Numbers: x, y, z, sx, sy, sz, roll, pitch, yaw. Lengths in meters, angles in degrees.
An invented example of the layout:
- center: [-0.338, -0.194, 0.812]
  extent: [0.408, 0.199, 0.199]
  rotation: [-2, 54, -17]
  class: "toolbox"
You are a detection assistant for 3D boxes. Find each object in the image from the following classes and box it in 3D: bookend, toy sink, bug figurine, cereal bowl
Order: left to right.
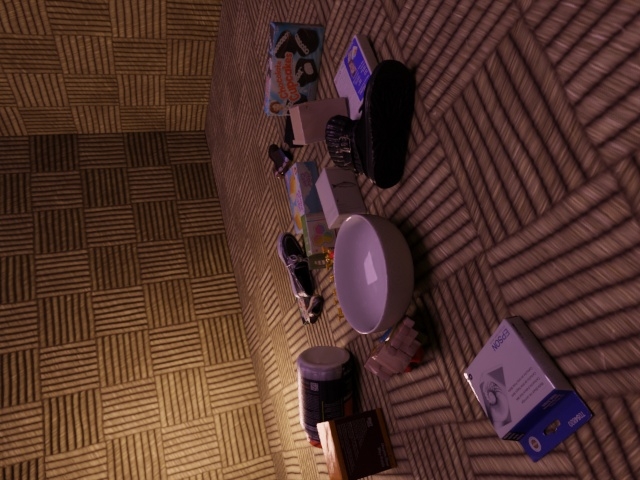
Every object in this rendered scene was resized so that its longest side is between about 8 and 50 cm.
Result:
- center: [-0.083, -0.428, 1.916]
  extent: [0.157, 0.073, 0.156]
  rotation: [-121, 31, -44]
  class: "bookend"
- center: [-0.013, -0.395, 1.578]
  extent: [0.234, 0.153, 0.131]
  rotation: [-136, 34, -73]
  class: "toy sink"
- center: [0.070, 0.147, 1.664]
  extent: [0.216, 0.072, 0.278]
  rotation: [132, 126, -87]
  class: "bug figurine"
- center: [0.164, 0.088, 1.355]
  extent: [0.339, 0.141, 0.338]
  rotation: [176, 90, -69]
  class: "cereal bowl"

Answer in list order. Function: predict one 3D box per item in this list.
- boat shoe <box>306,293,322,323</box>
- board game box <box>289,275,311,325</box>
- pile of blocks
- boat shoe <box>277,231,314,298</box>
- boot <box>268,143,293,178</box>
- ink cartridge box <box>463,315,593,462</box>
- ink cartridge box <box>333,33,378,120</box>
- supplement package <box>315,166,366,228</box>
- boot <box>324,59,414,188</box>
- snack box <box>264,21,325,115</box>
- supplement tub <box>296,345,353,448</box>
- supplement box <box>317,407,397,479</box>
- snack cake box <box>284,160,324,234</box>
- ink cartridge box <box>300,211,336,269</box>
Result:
- center: [-0.025, 0.299, 2.022]
  extent: [0.049, 0.056, 0.152]
  rotation: [-118, 29, -53]
  class: "boat shoe"
- center: [-0.086, 0.245, 2.197]
  extent: [0.136, 0.031, 0.259]
  rotation: [116, 141, -58]
  class: "board game box"
- center: [0.231, 0.311, 1.357]
  extent: [0.113, 0.148, 0.362]
  rotation: [33, 156, 5]
  class: "pile of blocks"
- center: [-0.101, 0.104, 2.079]
  extent: [0.105, 0.113, 0.305]
  rotation: [-27, 74, 61]
  class: "boat shoe"
- center: [-0.176, -0.392, 2.194]
  extent: [0.106, 0.082, 0.219]
  rotation: [-48, 45, 35]
  class: "boot"
- center: [0.401, 0.306, 0.968]
  extent: [0.223, 0.046, 0.223]
  rotation: [104, 150, -42]
  class: "ink cartridge box"
- center: [0.116, -0.465, 1.439]
  extent: [0.206, 0.045, 0.208]
  rotation: [129, 129, -62]
  class: "ink cartridge box"
- center: [0.066, -0.144, 1.589]
  extent: [0.105, 0.105, 0.179]
  rotation: [123, 134, -59]
  class: "supplement package"
- center: [0.121, -0.332, 1.331]
  extent: [0.260, 0.131, 0.347]
  rotation: [44, 138, 52]
  class: "boot"
- center: [-0.100, -0.617, 1.743]
  extent: [0.060, 0.187, 0.321]
  rotation: [-121, 31, -46]
  class: "snack box"
- center: [0.020, 0.585, 1.795]
  extent: [0.207, 0.207, 0.337]
  rotation: [-156, 62, -65]
  class: "supplement tub"
- center: [0.118, 0.681, 1.593]
  extent: [0.129, 0.194, 0.191]
  rotation: [127, 132, -60]
  class: "supplement box"
- center: [-0.060, -0.169, 1.919]
  extent: [0.152, 0.089, 0.263]
  rotation: [149, 112, -68]
  class: "snack cake box"
- center: [0.000, 0.000, 1.793]
  extent: [0.062, 0.109, 0.209]
  rotation: [156, 106, -69]
  class: "ink cartridge box"
